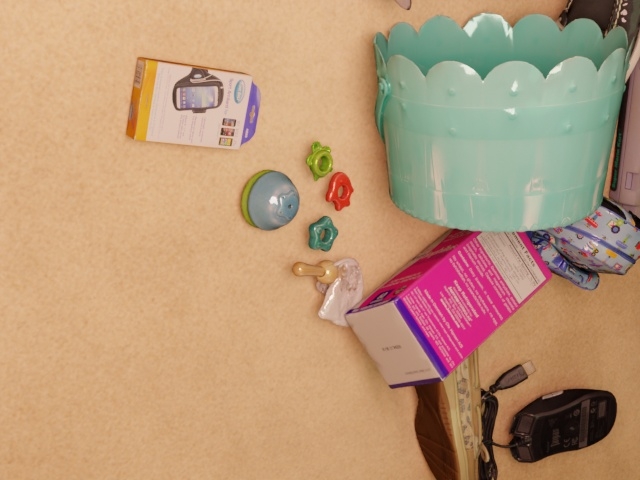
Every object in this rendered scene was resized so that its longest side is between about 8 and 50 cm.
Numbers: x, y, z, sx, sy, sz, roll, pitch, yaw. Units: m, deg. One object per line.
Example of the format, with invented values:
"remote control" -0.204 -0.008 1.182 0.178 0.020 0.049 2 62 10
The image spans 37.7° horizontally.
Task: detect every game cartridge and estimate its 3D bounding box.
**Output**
"game cartridge" 0.525 -0.186 1.350 0.230 0.068 0.354 -10 113 -25

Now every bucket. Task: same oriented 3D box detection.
"bucket" 0.192 -0.136 1.026 0.281 0.281 0.183 -15 117 -28

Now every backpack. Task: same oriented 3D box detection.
"backpack" 0.342 -0.005 1.227 0.158 0.173 0.116 28 91 -38

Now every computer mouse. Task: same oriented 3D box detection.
"computer mouse" 0.320 0.244 1.385 0.262 0.060 0.184 -18 115 -19

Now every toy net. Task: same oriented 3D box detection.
"toy net" 0.000 0.000 1.092 0.122 0.045 0.232 -46 129 -25

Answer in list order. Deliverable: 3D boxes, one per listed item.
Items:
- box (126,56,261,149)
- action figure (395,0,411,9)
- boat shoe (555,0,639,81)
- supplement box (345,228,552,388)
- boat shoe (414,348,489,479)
"box" -0.127 -0.138 0.963 0.136 0.028 0.081 2 107 -36
"action figure" 0.120 -0.409 0.968 0.341 0.179 0.330 -13 124 -49
"boat shoe" 0.319 -0.219 1.149 0.091 0.114 0.302 -8 121 -21
"supplement box" 0.157 0.067 1.127 0.220 0.111 0.114 -35 96 -32
"boat shoe" 0.184 0.223 1.254 0.089 0.104 0.285 -20 117 -22
